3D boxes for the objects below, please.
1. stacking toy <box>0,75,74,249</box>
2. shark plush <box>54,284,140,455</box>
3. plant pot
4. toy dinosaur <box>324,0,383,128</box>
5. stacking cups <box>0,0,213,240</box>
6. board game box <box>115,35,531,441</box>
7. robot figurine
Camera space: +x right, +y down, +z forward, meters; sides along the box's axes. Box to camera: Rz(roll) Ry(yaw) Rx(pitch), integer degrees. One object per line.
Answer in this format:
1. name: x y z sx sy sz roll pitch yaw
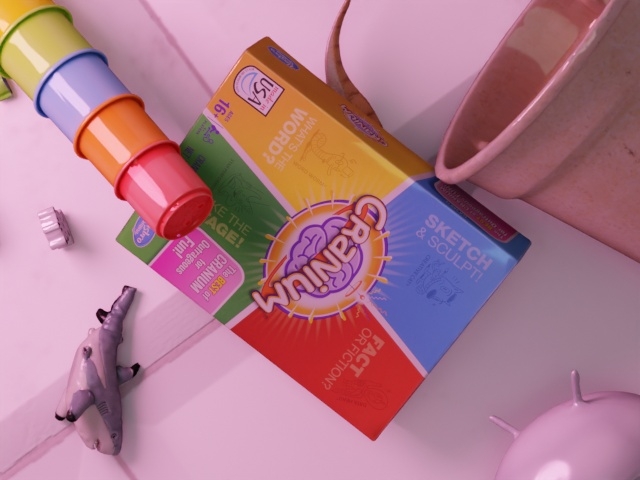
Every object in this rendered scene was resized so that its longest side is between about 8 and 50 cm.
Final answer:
1. stacking toy: -0.357 -0.058 1.861 0.167 0.052 0.221 -22 88 3
2. shark plush: -0.210 0.126 1.867 0.067 0.073 0.161 17 69 -16
3. plant pot: 0.322 -0.101 1.712 0.305 0.334 0.334 36 92 -9
4. toy dinosaur: 0.025 -0.124 1.843 0.112 0.064 0.211 -29 99 -9
5. stacking cups: -0.221 -0.126 1.774 0.096 0.096 0.316 -42 64 2
6. board game box: 0.000 0.000 1.792 0.316 0.064 0.242 37 114 3
7. robot figurine: 0.291 0.286 1.747 0.300 0.200 0.353 -35 88 34
